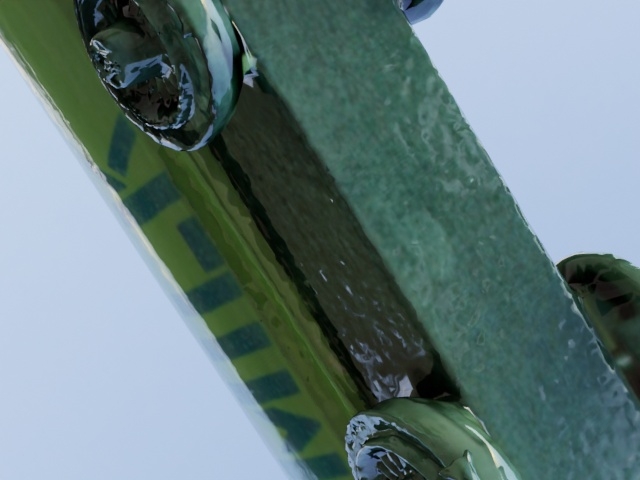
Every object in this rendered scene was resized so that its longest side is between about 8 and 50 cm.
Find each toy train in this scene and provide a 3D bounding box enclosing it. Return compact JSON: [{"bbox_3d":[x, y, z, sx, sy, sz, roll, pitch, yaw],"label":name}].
[{"bbox_3d":[0.000,0.000,0.484,0.105,0.253,0.157,-36,-174,-28],"label":"toy train"}]
